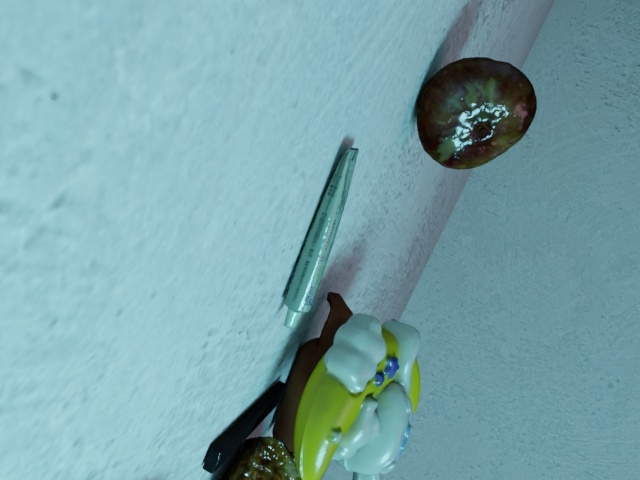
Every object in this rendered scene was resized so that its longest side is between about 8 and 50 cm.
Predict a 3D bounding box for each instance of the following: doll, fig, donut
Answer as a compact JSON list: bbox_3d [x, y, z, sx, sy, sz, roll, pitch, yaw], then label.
[{"bbox_3d":[0.061,0.219,0.782,0.237,0.111,0.252,36,67,-53],"label":"doll"},{"bbox_3d":[0.213,-0.181,0.875,0.160,0.143,0.231,-35,-178,15],"label":"fig"},{"bbox_3d":[-0.079,0.331,0.770,0.126,0.144,0.186,-45,-177,-34],"label":"donut"}]

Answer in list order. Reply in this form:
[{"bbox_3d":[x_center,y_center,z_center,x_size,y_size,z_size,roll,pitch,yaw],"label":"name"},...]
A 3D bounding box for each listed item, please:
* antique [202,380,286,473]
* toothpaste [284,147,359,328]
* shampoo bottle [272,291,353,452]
[{"bbox_3d":[-0.083,0.212,0.724,0.031,0.015,0.192,-69,167,15],"label":"antique"},{"bbox_3d":[0.000,0.000,0.621,0.048,0.029,0.197,-30,141,-72],"label":"toothpaste"},{"bbox_3d":[-0.003,0.194,0.864,0.085,0.085,0.244,-41,151,-60],"label":"shampoo bottle"}]
